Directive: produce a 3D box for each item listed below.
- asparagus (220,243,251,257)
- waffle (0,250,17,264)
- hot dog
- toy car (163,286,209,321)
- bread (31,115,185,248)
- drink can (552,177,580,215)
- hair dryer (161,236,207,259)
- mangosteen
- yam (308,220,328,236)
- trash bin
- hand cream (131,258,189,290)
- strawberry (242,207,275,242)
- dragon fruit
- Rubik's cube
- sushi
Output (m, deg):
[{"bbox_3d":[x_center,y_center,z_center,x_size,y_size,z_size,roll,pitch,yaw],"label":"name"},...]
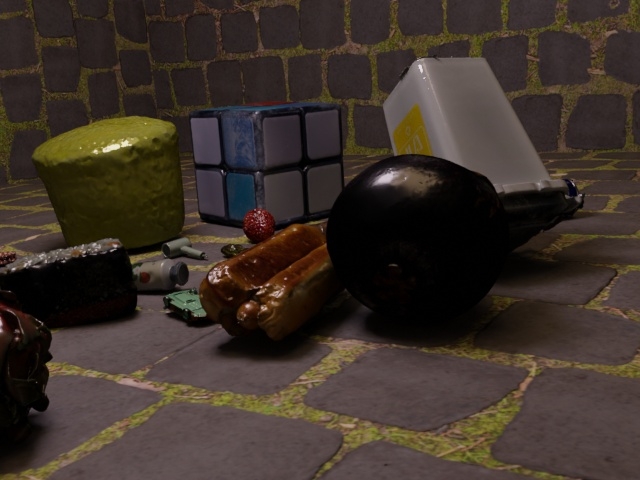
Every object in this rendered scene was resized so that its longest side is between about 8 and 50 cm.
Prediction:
[{"bbox_3d":[-0.159,0.027,1.594,0.165,0.030,0.036,9,42,40],"label":"asparagus"},{"bbox_3d":[-0.755,0.043,1.724,0.083,0.029,0.075,-1,10,27],"label":"waffle"},{"bbox_3d":[-0.057,0.070,1.172,0.158,0.117,0.349,21,22,16],"label":"hot dog"},{"bbox_3d":[-0.214,0.111,1.224,0.059,0.035,0.122,-14,24,-37],"label":"toy car"},{"bbox_3d":[-0.504,-0.136,1.806,0.348,0.307,0.348,-5,19,2],"label":"bread"},{"bbox_3d":[0.496,-0.090,1.762,0.235,0.097,0.097,-9,13,-20],"label":"drink can"},{"bbox_3d":[-0.296,0.027,1.650,0.124,0.038,0.063,17,25,40],"label":"hair dryer"},{"bbox_3d":[0.156,-0.023,1.139,0.275,0.275,0.302,2,33,24],"label":"mangosteen"},{"bbox_3d":[-0.001,0.000,1.568,0.141,0.079,0.079,-14,16,-35],"label":"yam"},{"bbox_3d":[0.292,-0.157,1.426,0.296,0.367,0.256,-7,-22,-23],"label":"trash bin"},{"bbox_3d":[-0.384,0.071,1.425,0.276,0.059,0.095,-4,10,20],"label":"hand cream"},{"bbox_3d":[-0.142,-0.031,1.760,0.083,0.083,0.096,-11,21,-27],"label":"strawberry"},{"bbox_3d":[-0.392,0.143,0.836,0.189,0.182,0.182,1,13,28],"label":"dragon fruit"},{"bbox_3d":[-0.144,-0.217,2.036,0.316,0.313,0.318,-16,18,-42],"label":"Rubik's cube"},{"bbox_3d":[-0.429,0.073,1.265,0.225,0.126,0.136,-6,13,0],"label":"sushi"}]
